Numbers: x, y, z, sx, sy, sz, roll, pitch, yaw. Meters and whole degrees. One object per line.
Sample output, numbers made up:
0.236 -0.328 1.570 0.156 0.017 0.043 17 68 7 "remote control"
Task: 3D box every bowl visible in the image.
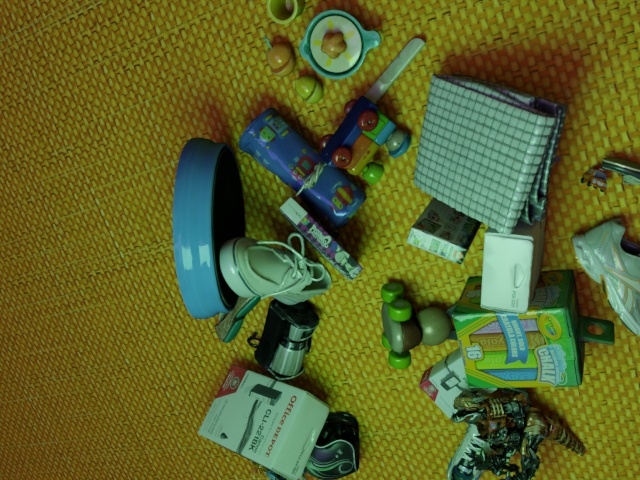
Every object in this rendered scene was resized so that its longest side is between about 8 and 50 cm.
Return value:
-0.230 -0.025 1.490 0.077 0.391 0.391 -1 112 4 "bowl"

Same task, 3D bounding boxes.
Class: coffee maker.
-0.099 0.226 1.684 0.171 0.120 0.178 25 119 13 "coffee maker"

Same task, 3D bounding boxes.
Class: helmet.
0.013 0.519 1.737 0.161 0.169 0.170 -3 111 9 "helmet"

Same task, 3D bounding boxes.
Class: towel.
0.312 -0.171 1.274 0.283 0.121 0.235 34 122 46 "towel"

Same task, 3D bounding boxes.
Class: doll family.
-0.110 0.602 1.772 0.118 0.263 0.163 -43 103 -9 "doll family"

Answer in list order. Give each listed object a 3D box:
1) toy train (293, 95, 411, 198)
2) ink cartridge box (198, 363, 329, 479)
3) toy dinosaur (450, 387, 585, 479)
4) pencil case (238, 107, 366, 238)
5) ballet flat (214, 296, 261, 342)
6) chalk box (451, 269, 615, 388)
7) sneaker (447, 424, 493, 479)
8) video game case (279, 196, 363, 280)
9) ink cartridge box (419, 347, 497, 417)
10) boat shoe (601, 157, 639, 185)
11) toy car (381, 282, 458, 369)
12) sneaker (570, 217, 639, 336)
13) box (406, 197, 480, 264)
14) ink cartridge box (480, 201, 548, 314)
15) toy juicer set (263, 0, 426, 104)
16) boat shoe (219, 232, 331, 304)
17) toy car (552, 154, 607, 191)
0.067 -0.157 1.413 0.143 0.105 0.248 29 104 -28 "toy train"
-0.141 0.445 1.696 0.272 0.197 0.114 10 156 40 "ink cartridge box"
0.433 0.430 1.497 0.321 0.164 0.219 18 92 8 "toy dinosaur"
-0.037 -0.149 1.497 0.306 0.133 0.119 44 86 1 "pencil case"
-0.216 0.177 1.748 0.067 0.073 0.206 46 119 17 "ballet flat"
0.439 0.178 1.393 0.288 0.180 0.179 -8 108 25 "chalk box"
0.363 0.501 1.619 0.085 0.086 0.237 22 117 16 "sneaker"
0.000 0.000 1.490 0.210 0.232 0.042 44 89 1 "video game case"
0.320 0.319 1.571 0.109 0.063 0.150 47 122 0 "ink cartridge box"
0.589 -0.119 1.276 0.137 0.049 0.043 19 120 10 "boat shoe"
0.237 0.184 1.538 0.188 0.149 0.155 -5 116 -5 "toy car"
0.605 0.075 1.325 0.121 0.099 0.262 -37 95 27 "sneaker"
0.254 -0.027 1.367 0.114 0.207 0.036 23 119 13 "box"
0.377 0.023 1.328 0.092 0.218 0.159 6 114 21 "ink cartridge box"
0.023 -0.362 1.396 0.328 0.089 0.209 25 119 12 "toy juicer set"
-0.068 0.065 1.487 0.156 0.367 0.136 -15 69 21 "boat shoe"
0.489 -0.134 1.307 0.122 0.060 0.041 26 104 9 "toy car"
